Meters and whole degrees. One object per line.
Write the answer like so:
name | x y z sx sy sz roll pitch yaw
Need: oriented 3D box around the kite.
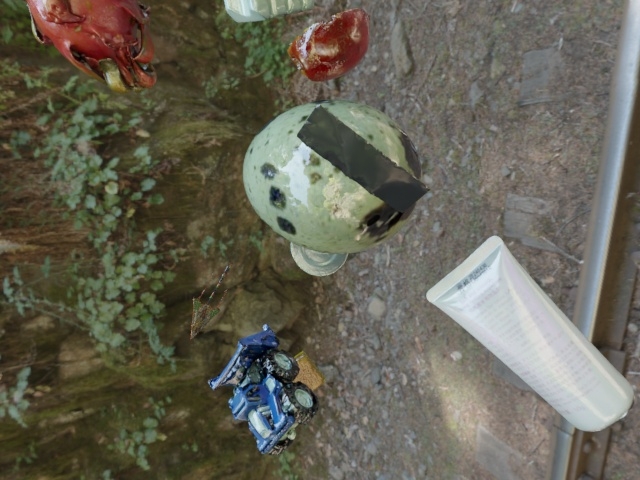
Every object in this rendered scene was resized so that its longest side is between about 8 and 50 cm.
kite | -0.307 0.160 1.168 0.198 0.006 0.244 74 -143 -67

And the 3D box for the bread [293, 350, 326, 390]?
bread | -0.050 0.320 0.974 0.090 0.094 0.035 53 179 -8

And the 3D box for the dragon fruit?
dragon fruit | -0.442 -0.451 0.825 0.243 0.307 0.227 -47 38 21

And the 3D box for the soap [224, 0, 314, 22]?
soap | -0.110 -0.554 0.737 0.095 0.173 0.289 17 130 33

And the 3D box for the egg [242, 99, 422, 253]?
egg | 0.010 -0.123 0.803 0.380 0.288 0.287 20 116 33

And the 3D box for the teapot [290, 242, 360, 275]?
teapot | 0.000 0.000 1.204 0.149 0.239 0.162 -55 -17 -73

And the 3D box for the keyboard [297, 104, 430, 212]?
keyboard | 0.061 -0.113 0.596 0.074 0.197 0.015 -45 14 48

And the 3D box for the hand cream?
hand cream | 0.380 0.174 0.757 0.358 0.118 0.185 47 124 10

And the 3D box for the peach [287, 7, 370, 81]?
peach | 0.055 -0.572 1.234 0.153 0.267 0.159 65 170 -14

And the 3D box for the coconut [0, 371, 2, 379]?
coconut | -0.511 0.191 0.570 0.110 0.125 0.110 176 90 -69

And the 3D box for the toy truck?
toy truck | -0.108 0.251 0.723 0.113 0.126 0.208 -55 45 15
